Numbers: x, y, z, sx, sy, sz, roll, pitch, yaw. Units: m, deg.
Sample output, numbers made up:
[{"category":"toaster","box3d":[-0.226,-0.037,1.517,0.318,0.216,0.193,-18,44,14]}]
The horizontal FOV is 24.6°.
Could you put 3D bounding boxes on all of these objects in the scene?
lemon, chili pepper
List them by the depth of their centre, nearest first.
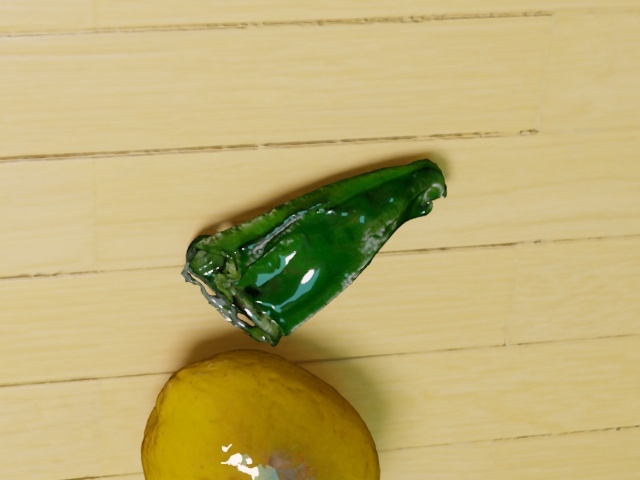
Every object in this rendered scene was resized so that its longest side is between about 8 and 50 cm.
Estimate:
[{"category":"chili pepper","box3d":[0.000,0.002,1.131,0.216,0.062,0.108,-25,128,1]},{"category":"lemon","box3d":[-0.047,0.173,1.156,0.207,0.170,0.170,36,106,-16]}]
